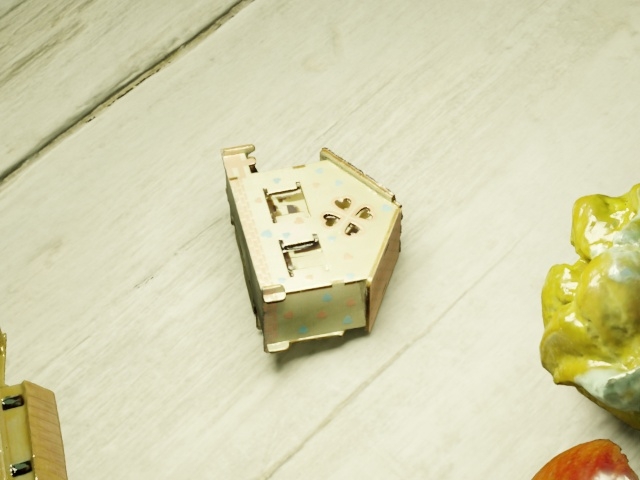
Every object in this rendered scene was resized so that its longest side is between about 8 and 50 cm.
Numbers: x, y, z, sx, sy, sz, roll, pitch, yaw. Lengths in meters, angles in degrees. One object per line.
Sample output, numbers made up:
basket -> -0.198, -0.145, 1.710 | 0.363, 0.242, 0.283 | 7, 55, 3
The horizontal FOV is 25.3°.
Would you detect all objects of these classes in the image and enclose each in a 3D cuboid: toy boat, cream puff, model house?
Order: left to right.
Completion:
toy boat -> -0.440, 0.276, 1.971 | 0.162, 0.136, 0.446 | -16, 47, -7
model house -> 0.000, 0.000, 2.094 | 0.244, 0.169, 0.326 | -13, 50, -7
cream puff -> 0.442, 0.099, 1.850 | 0.378, 0.275, 0.378 | 13, 49, -15

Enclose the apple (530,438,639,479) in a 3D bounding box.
apple -> 0.324, 0.384, 1.685 | 0.254, 0.179, 0.346 | -41, 43, 26
